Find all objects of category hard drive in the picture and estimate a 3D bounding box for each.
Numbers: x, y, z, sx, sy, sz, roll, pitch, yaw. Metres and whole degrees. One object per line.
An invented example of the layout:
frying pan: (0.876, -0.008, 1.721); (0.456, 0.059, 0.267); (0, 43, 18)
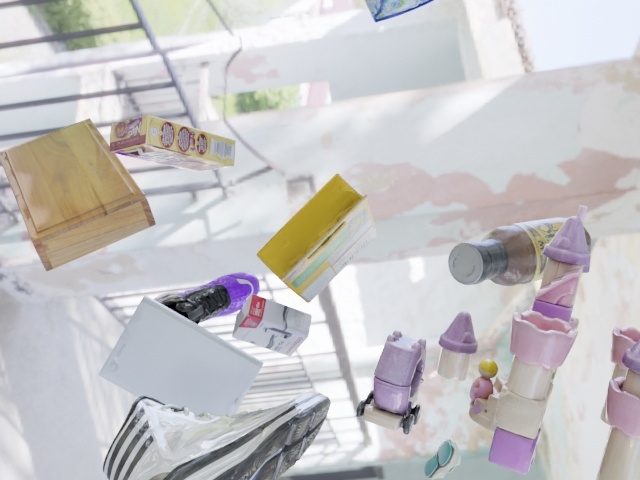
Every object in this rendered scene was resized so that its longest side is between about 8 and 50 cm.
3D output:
hard drive: (-0.310, 0.287, 1.663); (0.203, 0.307, 0.040); (-60, -178, -3)

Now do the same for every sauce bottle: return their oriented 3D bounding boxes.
sauce bottle: (0.354, 0.024, 1.308); (0.344, 0.111, 0.112); (-10, 94, -44)

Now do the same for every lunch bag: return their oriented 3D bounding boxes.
lunch bag: (0.139, -0.458, 1.246); (0.096, 0.151, 0.129); (127, -58, -74)

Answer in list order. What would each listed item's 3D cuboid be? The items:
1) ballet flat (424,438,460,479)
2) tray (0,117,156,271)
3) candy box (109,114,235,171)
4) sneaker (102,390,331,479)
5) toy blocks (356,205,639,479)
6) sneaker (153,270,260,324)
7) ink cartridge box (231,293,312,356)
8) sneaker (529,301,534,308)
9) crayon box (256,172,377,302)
ballet flat: (0.273, 0.469, 1.593); (0.168, 0.052, 0.057); (113, -18, -54)
tray: (-0.479, -0.107, 1.421); (0.411, 0.202, 0.076); (43, -28, 50)
candy box: (-0.250, -0.162, 1.268); (0.186, 0.109, 0.053); (8, 82, -47)
sneaker: (-0.195, 0.338, 1.370); (0.447, 0.257, 0.169); (-22, 140, -45)
toy blocks: (0.246, 0.093, 0.855); (0.288, 0.308, 0.260); (-20, 122, -67)
sneaker: (-0.290, 0.163, 1.834); (0.146, 0.293, 0.102); (-94, 165, -81)
ink cartridge box: (-0.098, 0.174, 1.506); (0.099, 0.135, 0.056); (127, -22, -46)
sneaker: (0.471, 0.136, 1.564); (0.083, 0.032, 0.037); (-57, -160, -17)
crayon box: (0.000, 0.000, 1.362); (0.083, 0.203, 0.323); (44, -3, 12)
